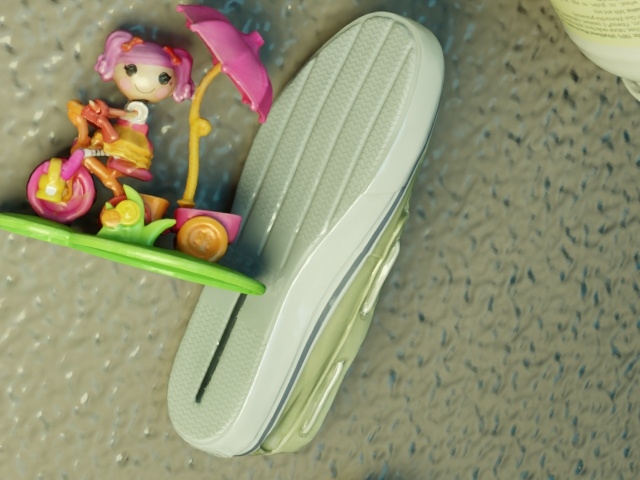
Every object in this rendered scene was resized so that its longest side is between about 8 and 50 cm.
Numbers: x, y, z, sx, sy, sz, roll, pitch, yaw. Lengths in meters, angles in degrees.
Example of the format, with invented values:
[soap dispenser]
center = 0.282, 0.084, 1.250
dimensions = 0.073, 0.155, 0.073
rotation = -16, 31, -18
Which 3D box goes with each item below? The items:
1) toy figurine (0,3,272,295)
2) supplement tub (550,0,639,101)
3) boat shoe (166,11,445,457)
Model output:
[toy figurine]
center = -0.098, -0.065, 1.118
dimensions = 0.173, 0.130, 0.159
rotation = 14, 85, -6
[supplement tub]
center = 0.217, -0.244, 1.131
dimensions = 0.235, 0.235, 0.325
rotation = -41, 120, -10
[boat shoe]
center = 0.000, 0.000, 1.189
dimensions = 0.094, 0.109, 0.302
rotation = 16, 106, -50
